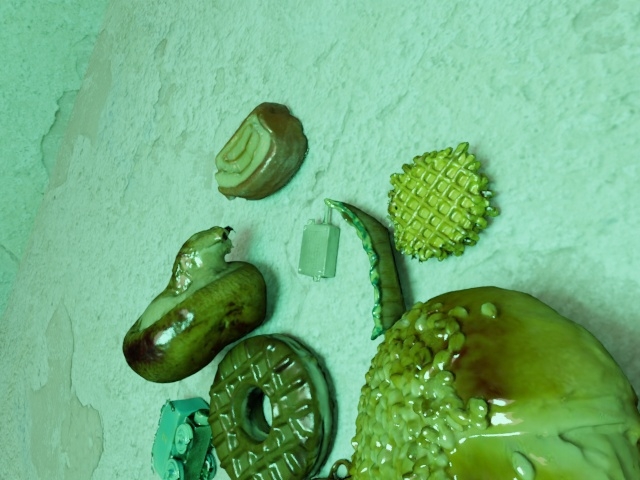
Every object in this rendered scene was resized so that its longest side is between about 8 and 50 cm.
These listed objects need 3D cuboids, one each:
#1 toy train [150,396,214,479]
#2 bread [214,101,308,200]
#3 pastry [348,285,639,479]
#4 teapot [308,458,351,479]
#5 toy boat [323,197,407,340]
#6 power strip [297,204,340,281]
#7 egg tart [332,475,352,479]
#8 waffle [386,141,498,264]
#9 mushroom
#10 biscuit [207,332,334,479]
[{"bbox_3d":[-0.328,0.492,1.095,0.163,0.112,0.204,21,95,46],"label":"toy train"},{"bbox_3d":[-0.148,-0.190,1.057,0.244,0.123,0.190,-48,57,25],"label":"bread"},{"bbox_3d":[0.179,0.252,0.551,0.409,0.244,0.410,-165,90,-77],"label":"pastry"},{"bbox_3d":[0.002,0.485,0.829,0.116,0.116,0.173,19,68,40],"label":"teapot"},{"bbox_3d":[0.091,0.031,0.832,0.099,0.108,0.293,-20,68,7],"label":"toy boat"},{"bbox_3d":[0.000,0.000,0.950,0.075,0.042,0.175,4,83,40],"label":"power strip"},{"bbox_3d":[0.083,0.490,0.698,0.215,0.215,0.171,32,113,39],"label":"egg tart"},{"bbox_3d":[0.200,-0.062,0.780,0.197,0.070,0.193,-26,66,37],"label":"waffle"},{"bbox_3d":[-0.291,0.139,1.008,0.345,0.345,0.260,-20,106,36],"label":"mushroom"},{"bbox_3d":[-0.114,0.358,0.943,0.331,0.103,0.332,-8,77,38],"label":"biscuit"}]
